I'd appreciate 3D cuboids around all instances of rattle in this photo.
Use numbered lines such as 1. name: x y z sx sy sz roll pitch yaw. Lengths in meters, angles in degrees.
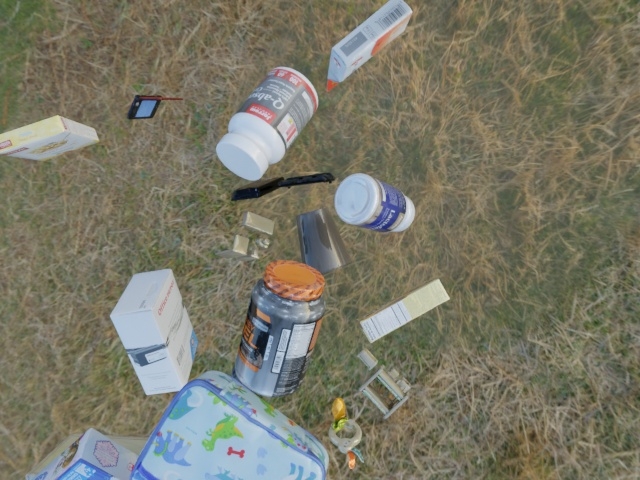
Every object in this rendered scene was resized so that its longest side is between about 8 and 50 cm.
1. rattle: 0.102 0.701 1.743 0.130 0.200 0.143 13 109 -10

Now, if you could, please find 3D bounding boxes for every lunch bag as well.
1. lunch bag: -0.111 0.290 0.597 0.218 0.090 0.176 34 89 5

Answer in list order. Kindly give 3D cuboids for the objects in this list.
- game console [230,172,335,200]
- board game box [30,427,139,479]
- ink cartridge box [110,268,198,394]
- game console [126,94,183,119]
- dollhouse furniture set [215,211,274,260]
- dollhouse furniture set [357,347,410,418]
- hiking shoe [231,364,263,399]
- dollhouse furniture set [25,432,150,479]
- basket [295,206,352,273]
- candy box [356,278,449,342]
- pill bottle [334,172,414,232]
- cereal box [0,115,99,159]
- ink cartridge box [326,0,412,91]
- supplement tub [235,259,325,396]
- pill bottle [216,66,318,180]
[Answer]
1. game console: -0.131 -0.197 1.702 0.360 0.213 0.044 -5 106 24
2. board game box: -0.367 0.504 0.797 0.318 0.066 0.318 -41 115 9
3. ink cartridge box: -0.633 0.352 1.863 0.166 0.286 0.395 -9 118 2
4. game console: -0.536 -0.430 1.546 0.085 0.144 0.124 35 111 3
5. dollhouse furniture set: -0.266 -0.008 1.690 0.123 0.144 0.152 -12 64 49
6. dollhouse furniture set: 0.168 0.416 1.430 0.101 0.161 0.182 -46 78 7
7. hiking shoe: -0.206 0.461 1.388 0.086 0.114 0.227 -21 69 -7
8. dollhouse furniture set: -0.494 0.682 1.127 0.256 0.362 0.395 -1 102 9
9. basket: 0.000 0.000 1.772 0.204 0.154 0.227 -16 92 -31
10. candy box: 0.288 0.250 1.717 0.316 0.183 0.088 -29 84 -3
11. pill bottle: 0.177 -0.106 1.476 0.153 0.264 0.153 -7 78 38
12. cereal box: -0.711 -0.263 1.251 0.172 0.240 0.048 -20 98 -3
13. ink cartridge box: 0.078 -0.326 0.841 0.145 0.179 0.045 -41 86 -4
14. supplement tub: -0.107 0.239 1.312 0.206 0.207 0.338 19 111 8
15. pill bottle: -0.176 -0.389 1.596 0.210 0.210 0.363 28 64 6
